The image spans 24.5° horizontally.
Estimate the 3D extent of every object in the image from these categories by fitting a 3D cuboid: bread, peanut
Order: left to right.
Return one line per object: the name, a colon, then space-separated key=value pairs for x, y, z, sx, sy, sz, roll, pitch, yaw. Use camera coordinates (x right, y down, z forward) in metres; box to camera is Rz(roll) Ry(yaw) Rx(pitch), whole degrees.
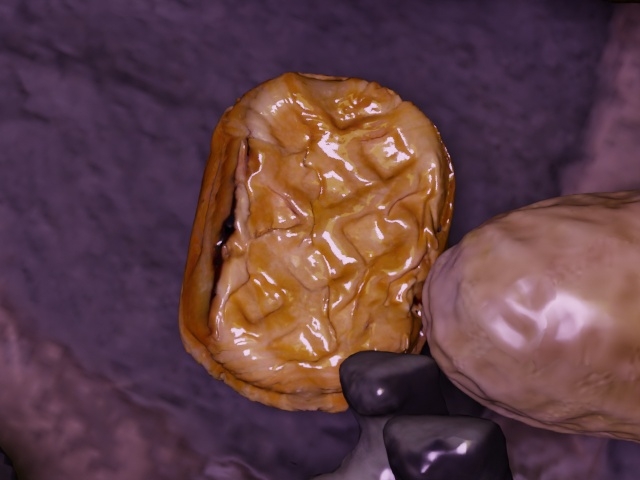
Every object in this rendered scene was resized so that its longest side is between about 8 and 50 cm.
bread: x=0.000 y=0.000 z=0.471 sx=0.083 sy=0.044 sz=0.110 roll=11 pitch=78 yaw=-2
peanut: x=0.116 y=0.027 z=0.452 sx=0.174 sy=0.080 sz=0.080 roll=12 pitch=80 yaw=-13

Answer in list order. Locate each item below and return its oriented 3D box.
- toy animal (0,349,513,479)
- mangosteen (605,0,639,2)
toy animal: x=-0.104 y=0.138 z=0.409 sx=0.343 sy=0.106 sz=0.168 roll=-21 pitch=104 yaw=-2
mangosteen: x=0.053 y=-0.174 z=0.413 sx=0.243 sy=0.243 sz=0.243 roll=0 pitch=81 yaw=-3
